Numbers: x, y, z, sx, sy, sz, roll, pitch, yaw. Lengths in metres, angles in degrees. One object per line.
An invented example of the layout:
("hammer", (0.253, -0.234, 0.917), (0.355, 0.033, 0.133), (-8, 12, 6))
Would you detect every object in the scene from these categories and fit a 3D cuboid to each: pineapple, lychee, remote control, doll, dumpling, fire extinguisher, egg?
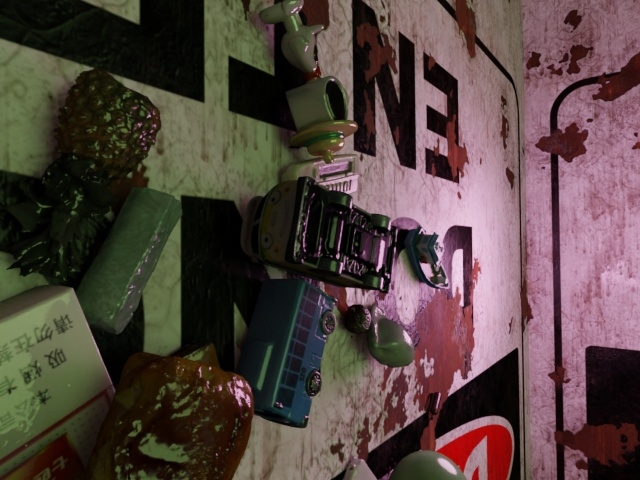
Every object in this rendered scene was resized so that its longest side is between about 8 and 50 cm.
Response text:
("pineapple", (-0.283, -0.074, 0.527), (0.125, 0.125, 0.252), (32, 74, -48))
("lychee", (0.083, 0.180, 1.029), (0.067, 0.068, 0.083), (-36, 131, 0))
("remote control", (0.006, -0.130, 0.940), (0.230, 0.049, 0.090), (-20, 116, -51))
("doll", (-0.031, -0.300, 0.850), (0.208, 0.143, 0.271), (-85, 151, -44))
("dumpling", (0.156, 0.241, 1.104), (0.105, 0.149, 0.216), (-52, 146, 1))
("fire extinguisher", (0.353, 0.512, 1.400), (0.100, 0.032, 0.046), (-55, 141, -46))
("egg", (0.269, 0.673, 1.127), (0.220, 0.220, 0.270), (12, 82, -52))

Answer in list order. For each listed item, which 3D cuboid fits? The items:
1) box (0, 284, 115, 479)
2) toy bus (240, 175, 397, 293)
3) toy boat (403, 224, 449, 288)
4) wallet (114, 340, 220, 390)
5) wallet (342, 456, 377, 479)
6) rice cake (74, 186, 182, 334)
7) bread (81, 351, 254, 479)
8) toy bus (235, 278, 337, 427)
("box", (-0.315, 0.239, 0.472), (0.210, 0.095, 0.331), (-32, 116, -48))
("toy bus", (0.000, 0.000, 0.825), (0.305, 0.178, 0.143), (22, 74, -51))
("toy boat", (0.334, 0.063, 1.337), (0.109, 0.098, 0.238), (-58, 132, -32))
("wallet", (-0.209, 0.264, 0.658), (0.160, 0.041, 0.196), (-27, 112, -45))
("wallet", (0.102, 0.593, 1.063), (0.095, 0.033, 0.190), (-55, 131, -40))
("rice cake", (-0.245, 0.019, 0.581), (0.063, 0.069, 0.207), (96, 14, -65))
("bread", (-0.191, 0.317, 0.473), (0.185, 0.109, 0.381), (36, 63, -48))
("toy bus", (-0.066, 0.192, 0.788), (0.133, 0.116, 0.234), (40, 56, -45))
